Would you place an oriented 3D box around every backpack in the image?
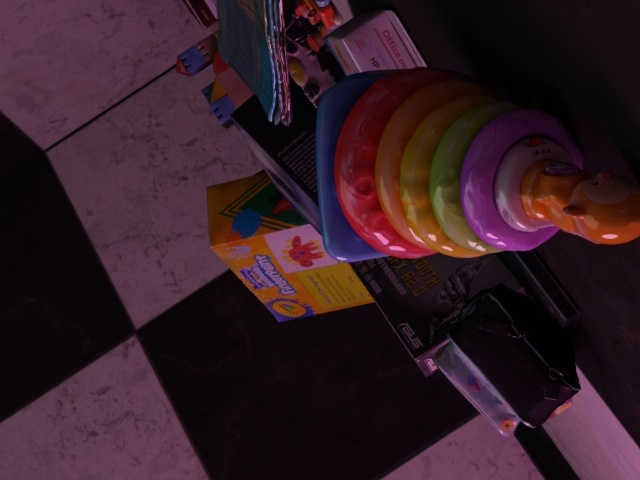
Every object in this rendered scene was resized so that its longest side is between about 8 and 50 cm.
[{"bbox_3d":[0.235,0.141,1.188,0.166,0.144,0.188,45,-158,5],"label":"backpack"}]

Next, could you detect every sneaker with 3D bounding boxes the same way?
[{"bbox_3d":[-0.023,-0.312,1.570,0.275,0.107,0.110,59,-167,3],"label":"sneaker"}]

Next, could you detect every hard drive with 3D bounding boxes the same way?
[{"bbox_3d":[0.253,0.045,1.120,0.135,0.022,0.094,56,180,20],"label":"hard drive"}]

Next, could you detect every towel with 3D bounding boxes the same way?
[{"bbox_3d":[-0.118,-0.390,1.447,0.271,0.040,0.370,-125,23,-44],"label":"towel"}]

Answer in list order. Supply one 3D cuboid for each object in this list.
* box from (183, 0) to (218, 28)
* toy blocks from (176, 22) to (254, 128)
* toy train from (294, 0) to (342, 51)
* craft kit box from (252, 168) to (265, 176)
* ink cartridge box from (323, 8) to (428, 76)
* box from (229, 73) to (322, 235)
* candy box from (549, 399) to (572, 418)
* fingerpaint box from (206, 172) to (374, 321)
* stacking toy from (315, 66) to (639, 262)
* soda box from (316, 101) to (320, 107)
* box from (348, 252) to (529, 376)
[{"bbox_3d":[-0.193,-0.500,1.681,0.167,0.168,0.203,57,180,-26],"label":"box"},{"bbox_3d":[-0.152,-0.354,2.138,0.381,0.261,0.191,56,180,1],"label":"toy blocks"},{"bbox_3d":[0.002,-0.315,1.420,0.125,0.046,0.166,57,180,34],"label":"toy train"},{"bbox_3d":[-0.018,-0.162,2.203,0.061,0.250,0.246,60,180,15],"label":"craft kit box"},{"bbox_3d":[0.066,-0.204,1.091,0.104,0.061,0.181,57,180,-14],"label":"ink cartridge box"},{"bbox_3d":[0.022,-0.126,1.746,0.294,0.183,0.296,47,175,28],"label":"box"},{"bbox_3d":[0.332,0.193,1.566,0.109,0.053,0.186,57,-179,-46],"label":"candy box"},{"bbox_3d":[0.000,0.000,2.132,0.445,0.371,0.163,54,-155,-59],"label":"fingerpaint box"},{"bbox_3d":[0.131,-0.046,0.725,0.302,0.175,0.165,23,117,61],"label":"stacking toy"},{"bbox_3d":[0.101,-0.123,1.493,0.263,0.092,0.083,57,-179,-30],"label":"soda box"},{"bbox_3d":[0.169,0.061,1.394,0.056,0.183,0.231,55,-178,-46],"label":"box"}]
